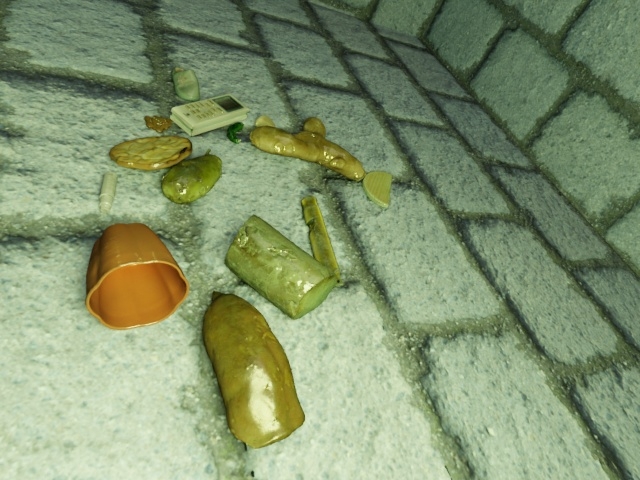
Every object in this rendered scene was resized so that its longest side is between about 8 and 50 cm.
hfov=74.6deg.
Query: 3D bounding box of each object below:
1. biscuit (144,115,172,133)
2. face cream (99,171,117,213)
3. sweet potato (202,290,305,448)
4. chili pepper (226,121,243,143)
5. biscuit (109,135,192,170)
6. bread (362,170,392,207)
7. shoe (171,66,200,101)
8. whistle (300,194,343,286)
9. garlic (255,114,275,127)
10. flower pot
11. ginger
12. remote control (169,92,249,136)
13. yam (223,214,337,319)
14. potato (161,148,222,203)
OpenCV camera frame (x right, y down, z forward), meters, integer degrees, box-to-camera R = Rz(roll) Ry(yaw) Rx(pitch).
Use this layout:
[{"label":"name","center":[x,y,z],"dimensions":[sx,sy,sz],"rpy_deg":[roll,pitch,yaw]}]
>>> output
[{"label":"biscuit","center":[-0.511,-0.373,1.338],"dimensions":[0.082,0.016,0.092],"rpy_deg":[45,45,16]},{"label":"face cream","center":[-0.536,-0.119,1.060],"dimensions":[0.034,0.034,0.130],"rpy_deg":[6,46,-25]},{"label":"sweet potato","center":[-0.154,0.231,0.851],"dimensions":[0.157,0.158,0.370],"rpy_deg":[-7,55,-35]},{"label":"chili pepper","center":[-0.296,-0.377,1.452],"dimensions":[0.055,0.035,0.118],"rpy_deg":[2,42,-6]},{"label":"biscuit","center":[-0.466,-0.253,1.196],"dimensions":[0.203,0.041,0.260],"rpy_deg":[13,31,18]},{"label":"bread","center":[0.206,-0.199,1.567],"dimensions":[0.112,0.036,0.193],"rpy_deg":[20,46,-6]},{"label":"shoe","center":[-0.485,-0.580,1.511],"dimensions":[0.079,0.078,0.195],"rpy_deg":[-5,48,-34]},{"label":"whistle","center":[0.000,-0.001,1.235],"dimensions":[0.068,0.057,0.326],"rpy_deg":[5,47,-26]},{"label":"garlic","center":[-0.206,-0.437,1.560],"dimensions":[0.083,0.041,0.053],"rpy_deg":[9,50,-33]},{"label":"flower pot","center":[-0.389,0.062,0.876],"dimensions":[0.190,0.191,0.173],"rpy_deg":[-4,38,-33]},{"label":"ginger","center":[-0.028,-0.325,1.495],"dimensions":[0.348,0.122,0.363],"rpy_deg":[39,31,22]},{"label":"remote control","center":[-0.375,-0.441,1.453],"dimensions":[0.103,0.055,0.277],"rpy_deg":[40,43,10]},{"label":"yam","center":[-0.103,0.070,1.030],"dimensions":[0.268,0.161,0.161],"rpy_deg":[38,42,8]},{"label":"potato","center":[-0.352,-0.179,1.182],"dimensions":[0.117,0.090,0.225],"rpy_deg":[35,45,-1]}]
